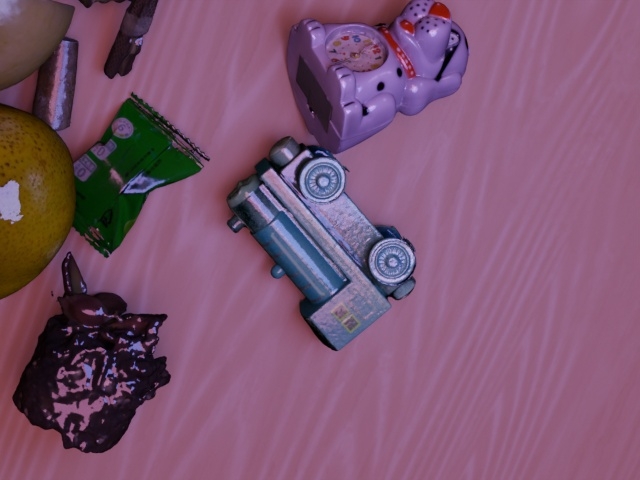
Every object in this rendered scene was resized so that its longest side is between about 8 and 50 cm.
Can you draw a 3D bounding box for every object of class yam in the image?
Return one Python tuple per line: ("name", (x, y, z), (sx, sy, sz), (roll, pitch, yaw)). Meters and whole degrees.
("yam", (-0.360, -0.214, 1.620), (0.054, 0.054, 0.132), (7, 99, -13))

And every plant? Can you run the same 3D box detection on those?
("plant", (-0.308, 0.167, 1.642), (0.204, 0.178, 0.234), (28, 83, -4))

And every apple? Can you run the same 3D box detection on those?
("apple", (-0.464, -0.302, 1.470), (0.233, 0.258, 0.295), (-42, 80, 17))

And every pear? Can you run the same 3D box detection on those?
("pear", (-0.450, -0.051, 1.520), (0.294, 0.294, 0.294), (-2, 101, -12))

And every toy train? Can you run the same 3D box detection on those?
("toy train", (0.000, 0.000, 1.707), (0.194, 0.120, 0.298), (-40, 106, 3))

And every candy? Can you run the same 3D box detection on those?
("candy", (-0.272, -0.089, 1.653), (0.141, 0.078, 0.203), (45, 84, -16))

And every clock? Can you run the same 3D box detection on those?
("clock", (0.101, -0.243, 1.664), (0.254, 0.189, 0.189), (-19, 104, -14))

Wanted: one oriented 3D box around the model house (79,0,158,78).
("model house", (-0.290, -0.369, 1.581), (0.205, 0.218, 0.279), (-17, 146, -47))
